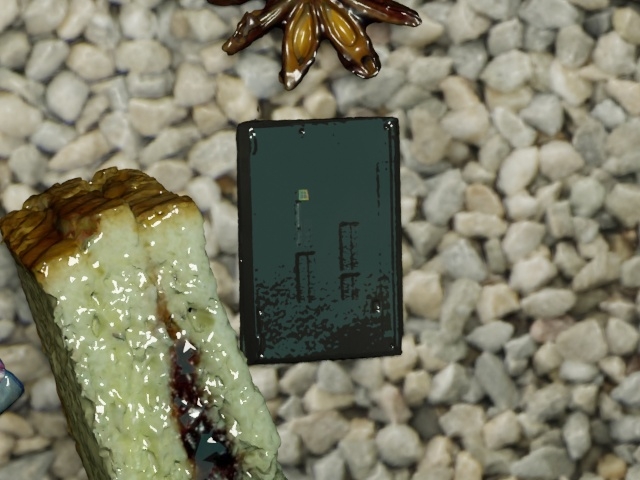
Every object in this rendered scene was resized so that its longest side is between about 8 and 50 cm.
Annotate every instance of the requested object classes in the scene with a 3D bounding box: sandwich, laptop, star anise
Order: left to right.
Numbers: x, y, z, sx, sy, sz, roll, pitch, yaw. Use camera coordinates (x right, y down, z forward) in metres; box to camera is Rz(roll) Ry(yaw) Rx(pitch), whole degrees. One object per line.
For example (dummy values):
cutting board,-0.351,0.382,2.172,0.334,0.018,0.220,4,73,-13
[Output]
sandwich,-0.115,0.116,1.354,0.131,0.262,0.325,-20,101,-13
laptop,0.000,0.000,1.498,0.135,0.016,0.197,-3,97,-13
star anise,0.000,-0.230,1.442,0.177,0.073,0.234,11,97,-1

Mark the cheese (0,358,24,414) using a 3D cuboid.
cheese,-0.284,0.078,1.424,0.095,0.038,0.145,-42,110,-5
